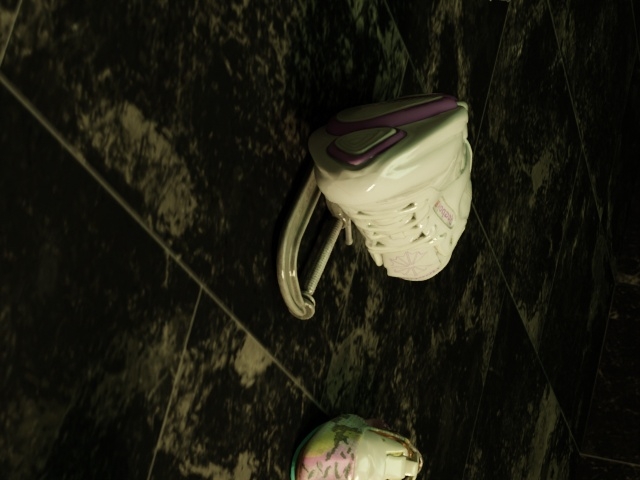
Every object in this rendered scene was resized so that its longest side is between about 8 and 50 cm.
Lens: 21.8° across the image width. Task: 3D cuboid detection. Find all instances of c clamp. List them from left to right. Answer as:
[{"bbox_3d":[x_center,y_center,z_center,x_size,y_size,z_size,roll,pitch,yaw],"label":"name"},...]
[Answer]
[{"bbox_3d":[0.000,0.000,1.311,0.161,0.022,0.137,-63,156,-45],"label":"c clamp"}]

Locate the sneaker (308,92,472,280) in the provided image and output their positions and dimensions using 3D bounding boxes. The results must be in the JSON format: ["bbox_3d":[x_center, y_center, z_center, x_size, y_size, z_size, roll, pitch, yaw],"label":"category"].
[{"bbox_3d":[0.073,-0.038,1.306,0.305,0.114,0.152,-23,107,-74],"label":"sneaker"}]

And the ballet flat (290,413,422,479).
[{"bbox_3d":[0.044,0.192,1.453,0.221,0.079,0.077,12,88,-72],"label":"ballet flat"}]
